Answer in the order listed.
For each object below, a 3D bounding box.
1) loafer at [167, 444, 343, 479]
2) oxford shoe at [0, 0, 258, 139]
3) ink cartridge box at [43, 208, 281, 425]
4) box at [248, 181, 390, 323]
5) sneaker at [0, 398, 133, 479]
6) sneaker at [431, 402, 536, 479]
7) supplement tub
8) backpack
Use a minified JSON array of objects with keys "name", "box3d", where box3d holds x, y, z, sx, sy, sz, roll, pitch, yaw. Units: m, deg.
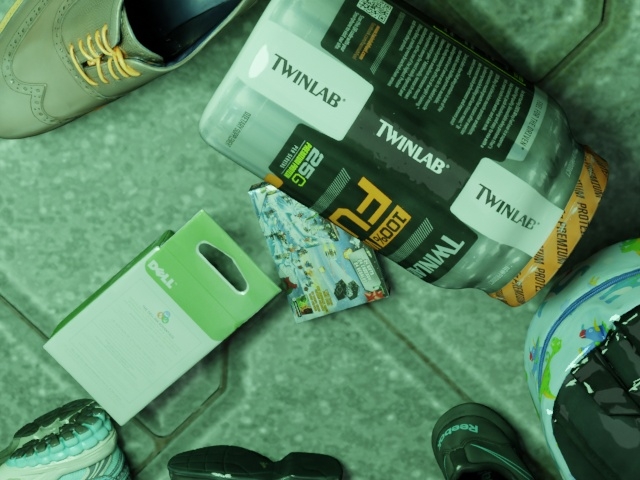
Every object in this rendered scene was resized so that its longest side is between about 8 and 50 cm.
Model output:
[{"name":"loafer","box3d":[-0.065,0.239,1.469,0.170,0.062,0.061,6,112,5]},{"name":"oxford shoe","box3d":[-0.179,-0.184,1.294,0.364,0.132,0.130,-33,112,26]},{"name":"ink cartridge box","box3d":[-0.145,0.065,1.421,0.209,0.062,0.109,-40,99,15]},{"name":"box","box3d":[0.000,0.000,1.406,0.094,0.027,0.137,-16,105,11]},{"name":"sneaker","box3d":[-0.312,0.268,1.475,0.283,0.110,0.122,-24,106,12]},{"name":"sneaker","box3d":[0.190,0.281,1.434,0.101,0.106,0.267,-35,102,13]},{"name":"supplement tub","box3d":[0.073,-0.088,1.285,0.316,0.193,0.193,32,107,-5]},{"name":"backpack","box3d":[0.332,0.164,1.328,0.290,0.273,0.355,-41,121,17]}]
